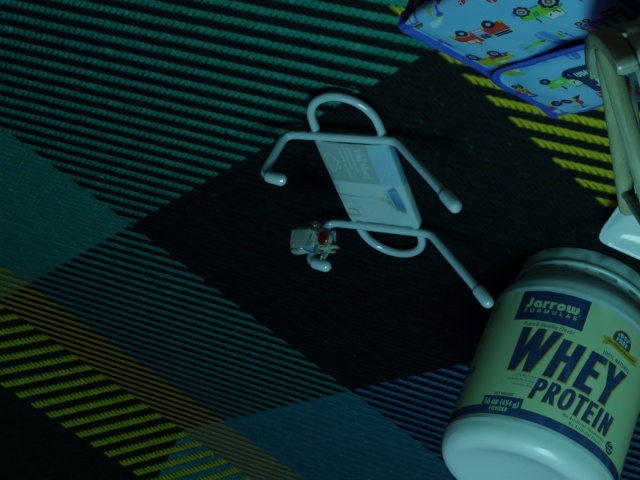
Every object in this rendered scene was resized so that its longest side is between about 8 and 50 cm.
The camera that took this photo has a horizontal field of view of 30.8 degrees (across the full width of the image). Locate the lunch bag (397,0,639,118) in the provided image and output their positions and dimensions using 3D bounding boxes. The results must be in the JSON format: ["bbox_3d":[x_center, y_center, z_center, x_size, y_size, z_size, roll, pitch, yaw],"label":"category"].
[{"bbox_3d":[0.267,-0.231,1.217,0.293,0.138,0.221,32,150,-33],"label":"lunch bag"}]

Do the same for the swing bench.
[{"bbox_3d":[0.397,-0.132,1.084,0.253,0.165,0.254,-18,118,6],"label":"swing bench"}]

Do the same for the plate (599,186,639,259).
[{"bbox_3d":[0.507,-0.028,1.390,0.278,0.045,0.277,23,150,6],"label":"plate"}]

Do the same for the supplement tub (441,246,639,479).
[{"bbox_3d":[0.322,0.195,1.592,0.235,0.325,0.235,19,149,12],"label":"supplement tub"}]

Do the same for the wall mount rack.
[{"bbox_3d":[0.093,-0.039,1.604,0.304,0.130,0.350,8,145,29],"label":"wall mount rack"}]

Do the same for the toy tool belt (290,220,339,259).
[{"bbox_3d":[0.000,0.000,1.591,0.051,0.052,0.083,11,172,-40],"label":"toy tool belt"}]
